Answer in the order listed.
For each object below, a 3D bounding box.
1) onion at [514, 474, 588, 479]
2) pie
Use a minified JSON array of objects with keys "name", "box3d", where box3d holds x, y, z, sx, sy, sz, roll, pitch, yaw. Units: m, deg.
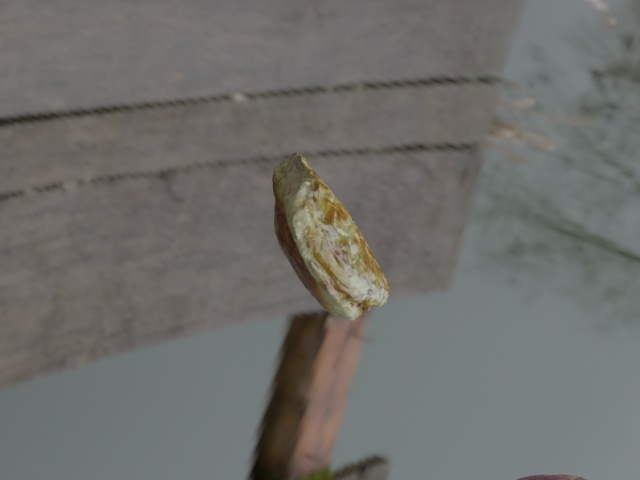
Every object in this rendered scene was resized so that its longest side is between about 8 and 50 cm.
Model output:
[{"name":"onion","box3d":[0.240,0.446,1.946,0.345,0.358,0.358,-31,136,-46]},{"name":"pie","box3d":[0.000,0.000,1.946,0.084,0.205,0.179,-32,112,-1]}]
